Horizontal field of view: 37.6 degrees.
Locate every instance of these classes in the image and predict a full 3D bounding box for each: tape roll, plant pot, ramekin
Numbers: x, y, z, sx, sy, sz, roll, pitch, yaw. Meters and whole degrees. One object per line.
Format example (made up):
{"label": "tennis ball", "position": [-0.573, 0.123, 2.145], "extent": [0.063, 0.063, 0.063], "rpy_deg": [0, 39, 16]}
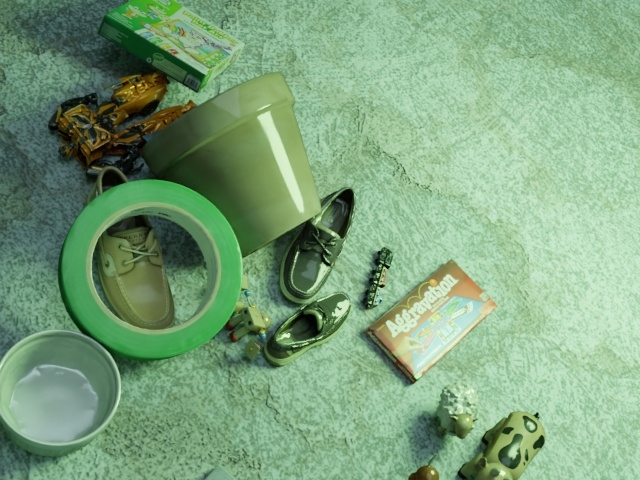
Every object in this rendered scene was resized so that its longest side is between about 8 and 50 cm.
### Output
{"label": "tape roll", "position": [-0.303, 0.054, 1.687], "extent": [0.321, 0.077, 0.321], "rpy_deg": [4, 77, -19]}
{"label": "plant pot", "position": [-0.144, -0.131, 1.852], "extent": [0.323, 0.323, 0.280], "rpy_deg": [-31, 90, -33]}
{"label": "ramekin", "position": [-0.447, 0.266, 1.588], "extent": [0.207, 0.109, 0.207], "rpy_deg": [9, 57, -15]}

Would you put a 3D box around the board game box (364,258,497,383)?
{"label": "board game box", "position": [0.235, 0.163, 1.959], "extent": [0.145, 0.027, 0.281], "rpy_deg": [46, 56, 12]}

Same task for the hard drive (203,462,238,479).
{"label": "hard drive", "position": [-0.157, 0.465, 1.627], "extent": [0.135, 0.022, 0.094], "rpy_deg": [40, 55, 7]}

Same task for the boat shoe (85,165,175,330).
{"label": "boat shoe", "position": [-0.362, 0.019, 1.770], "extent": [0.122, 0.110, 0.341], "rpy_deg": [-16, 67, -28]}

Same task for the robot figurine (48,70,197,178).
{"label": "robot figurine", "position": [-0.408, -0.245, 1.932], "extent": [0.291, 0.085, 0.211], "rpy_deg": [-32, 74, -33]}

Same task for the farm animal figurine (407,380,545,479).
{"label": "farm animal figurine", "position": [0.344, 0.447, 1.735], "extent": [0.330, 0.172, 0.326], "rpy_deg": [27, 54, -3]}

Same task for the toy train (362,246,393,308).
{"label": "toy train", "position": [0.123, 0.081, 1.969], "extent": [0.036, 0.027, 0.158], "rpy_deg": [30, 53, -14]}

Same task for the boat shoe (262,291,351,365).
{"label": "boat shoe", "position": [-0.015, 0.164, 1.835], "extent": [0.223, 0.073, 0.080], "rpy_deg": [-32, 75, -33]}

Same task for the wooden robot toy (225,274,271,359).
{"label": "wooden robot toy", "position": [-0.134, 0.152, 1.818], "extent": [0.079, 0.076, 0.173], "rpy_deg": [17, 46, -55]}

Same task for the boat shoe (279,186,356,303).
{"label": "boat shoe", "position": [0.000, 0.000, 1.929], "extent": [0.103, 0.092, 0.285], "rpy_deg": [30, 55, -3]}

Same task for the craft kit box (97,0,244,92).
{"label": "craft kit box", "position": [-0.319, -0.440, 2.053], "extent": [0.250, 0.061, 0.246], "rpy_deg": [31, 29, -1]}
